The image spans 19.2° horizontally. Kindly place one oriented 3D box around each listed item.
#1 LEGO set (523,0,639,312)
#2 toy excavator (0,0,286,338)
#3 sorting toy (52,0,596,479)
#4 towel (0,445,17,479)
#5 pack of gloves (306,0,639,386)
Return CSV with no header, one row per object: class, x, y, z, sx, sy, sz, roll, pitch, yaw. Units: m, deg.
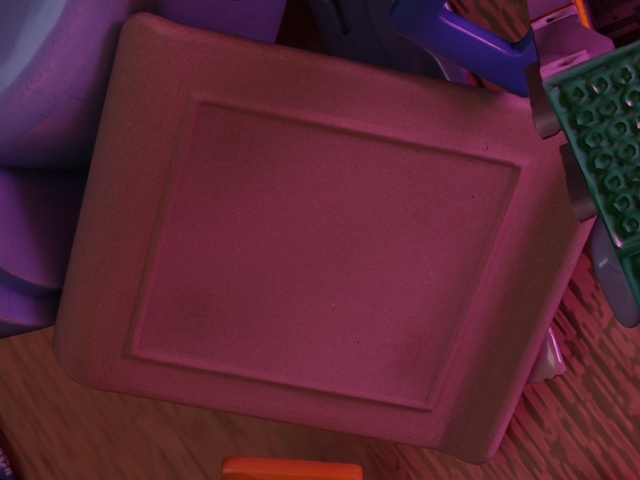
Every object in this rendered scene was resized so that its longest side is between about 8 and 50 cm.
LEGO set,0.202,-0.036,0.525,0.331,0.192,0.255,-30,109,15
toy excavator,-0.091,-0.190,0.791,0.445,0.222,0.432,-13,84,25
sorting toy,0.000,0.000,0.772,0.196,0.047,0.347,14,125,-6
towel,-0.218,0.245,1.043,0.243,0.040,0.336,-32,80,35
pack of gloves,0.087,-0.061,0.780,0.195,0.046,0.232,-19,89,51
